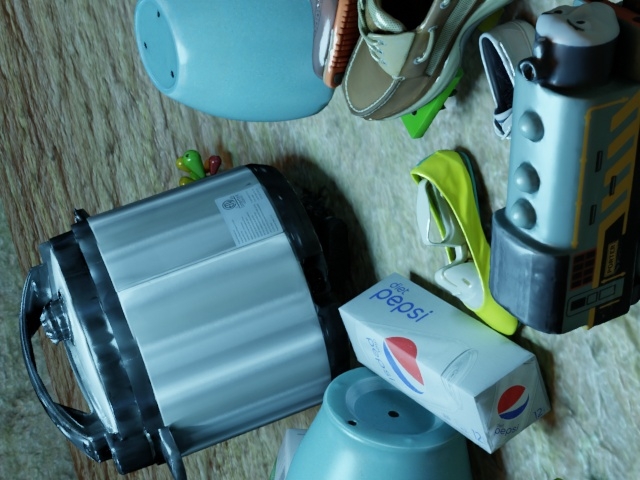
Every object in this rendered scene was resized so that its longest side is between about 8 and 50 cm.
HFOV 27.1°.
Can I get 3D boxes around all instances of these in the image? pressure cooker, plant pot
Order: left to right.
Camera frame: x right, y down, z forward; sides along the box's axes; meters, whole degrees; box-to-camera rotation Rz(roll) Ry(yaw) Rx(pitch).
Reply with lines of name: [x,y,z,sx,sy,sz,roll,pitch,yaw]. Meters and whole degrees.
pressure cooker: [-0.206,0.110,1.855,0.370,0.420,0.375,-151,42,-71]
plant pot: [-0.133,-0.283,1.773,0.290,0.195,0.290,41,140,46]
plant pot: [0.081,0.312,1.708,0.271,0.271,0.255,40,131,46]

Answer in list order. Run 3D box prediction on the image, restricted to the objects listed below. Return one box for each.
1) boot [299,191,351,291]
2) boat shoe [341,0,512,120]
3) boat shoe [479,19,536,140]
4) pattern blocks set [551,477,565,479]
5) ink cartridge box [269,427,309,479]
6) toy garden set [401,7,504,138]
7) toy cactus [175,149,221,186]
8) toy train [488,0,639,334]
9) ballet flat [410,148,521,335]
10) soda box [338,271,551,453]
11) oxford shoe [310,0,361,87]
boot: [0.000,0.000,1.875,0.099,0.045,0.121,38,136,48]
boat shoe: [0.093,-0.238,1.347,0.324,0.120,0.122,-51,54,49]
boat shoe: [0.206,-0.134,1.374,0.066,0.063,0.184,13,118,59]
pattern blocks set: [0.248,0.405,1.511,0.325,0.026,0.285,31,111,28]
ink cartridge box: [-0.022,0.424,2.036,0.160,0.092,0.219,109,163,-51]
toy garden set: [0.111,-0.272,1.483,0.244,0.049,0.204,65,147,25]
toy cactus: [-0.158,-0.043,2.113,0.180,0.112,0.219,21,125,34]
toy train: [0.251,-0.069,1.191,0.142,0.190,0.334,40,140,45]
ballet flat: [0.160,0.009,1.539,0.077,0.077,0.231,-14,95,65]
soda box: [0.145,0.142,1.613,0.286,0.098,0.091,32,148,52]
oxford shoe: [0.014,-0.306,1.464,0.098,0.097,0.271,14,105,21]
